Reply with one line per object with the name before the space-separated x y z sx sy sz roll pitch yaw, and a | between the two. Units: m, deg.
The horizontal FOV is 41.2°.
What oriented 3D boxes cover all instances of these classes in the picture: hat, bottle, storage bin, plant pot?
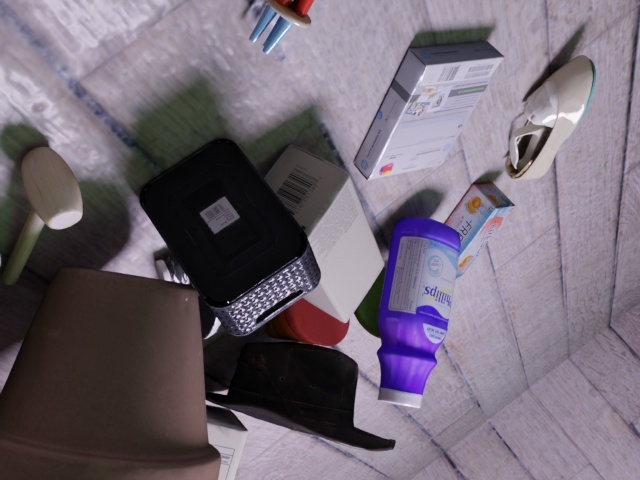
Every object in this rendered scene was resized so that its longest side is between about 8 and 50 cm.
hat | -0.033 0.220 1.311 0.331 0.331 0.134 37 67 -62
bottle | 0.144 0.111 1.305 0.118 0.092 0.282 23 74 -48
storage bin | -0.096 -0.005 0.910 0.122 0.180 0.084 -34 153 -7
plant pot | -0.225 0.149 0.902 0.263 0.263 0.229 16 80 -58

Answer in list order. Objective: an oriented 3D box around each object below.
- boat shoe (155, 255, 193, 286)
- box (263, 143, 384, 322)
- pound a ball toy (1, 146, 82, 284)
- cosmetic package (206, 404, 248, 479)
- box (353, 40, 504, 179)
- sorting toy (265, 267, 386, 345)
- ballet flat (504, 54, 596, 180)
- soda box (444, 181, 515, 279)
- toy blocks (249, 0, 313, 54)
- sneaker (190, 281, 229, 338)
boat shoe | -0.178 0.062 1.067 0.038 0.046 0.125 -22 141 -18
box | 0.000 0.000 1.097 0.113 0.094 0.275 -55 156 -15
pound a ball toy | -0.343 0.078 0.794 0.208 0.135 0.319 -11 143 -41
cosmetic package | -0.224 0.380 1.211 0.153 0.129 0.296 18 89 -18
box | 0.138 -0.166 1.098 0.145 0.038 0.186 -15 144 -37
sorting toy | 0.045 0.118 1.383 0.366 0.127 0.126 -1 159 -47
ballet flat | 0.336 -0.176 1.286 0.086 0.086 0.248 -25 151 -23
soda box | 0.245 -0.012 1.435 0.058 0.063 0.183 -9 141 -43
toy blocks | -0.036 -0.239 0.761 0.123 0.054 0.148 2 133 -52
sneaker | -0.118 0.056 1.100 0.077 0.072 0.178 -15 147 -41
